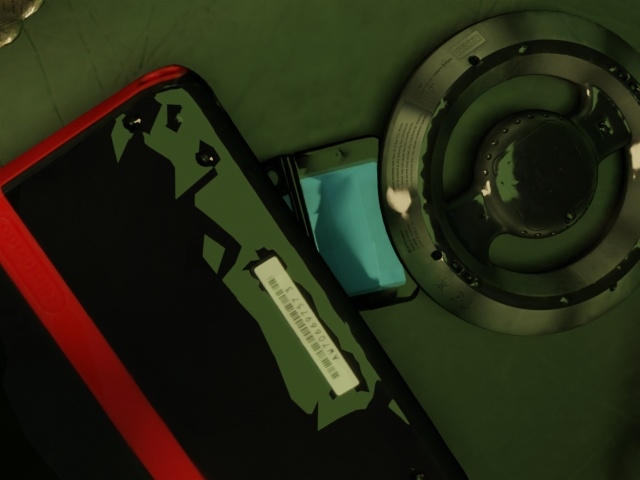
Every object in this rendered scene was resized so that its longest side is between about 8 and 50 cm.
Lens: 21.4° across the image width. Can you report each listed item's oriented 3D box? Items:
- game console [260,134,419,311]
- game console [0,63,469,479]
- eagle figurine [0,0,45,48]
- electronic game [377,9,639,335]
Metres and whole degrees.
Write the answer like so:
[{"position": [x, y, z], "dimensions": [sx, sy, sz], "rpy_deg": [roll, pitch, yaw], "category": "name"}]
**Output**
[{"position": [0.000, 0.000, 1.162], "dimensions": [0.071, 0.107, 0.122], "rpy_deg": [-7, 101, 38], "category": "game console"}, {"position": [-0.125, 0.124, 1.146], "dimensions": [0.342, 0.060, 0.386], "rpy_deg": [-33, 101, 6], "category": "game console"}, {"position": [-0.288, -0.127, 0.986], "dimensions": [0.225, 0.298, 0.226], "rpy_deg": [31, 61, -6], "category": "eagle figurine"}, {"position": [0.150, -0.047, 1.190], "dimensions": [0.229, 0.048, 0.229], "rpy_deg": [-2, 96, -16], "category": "electronic game"}]
